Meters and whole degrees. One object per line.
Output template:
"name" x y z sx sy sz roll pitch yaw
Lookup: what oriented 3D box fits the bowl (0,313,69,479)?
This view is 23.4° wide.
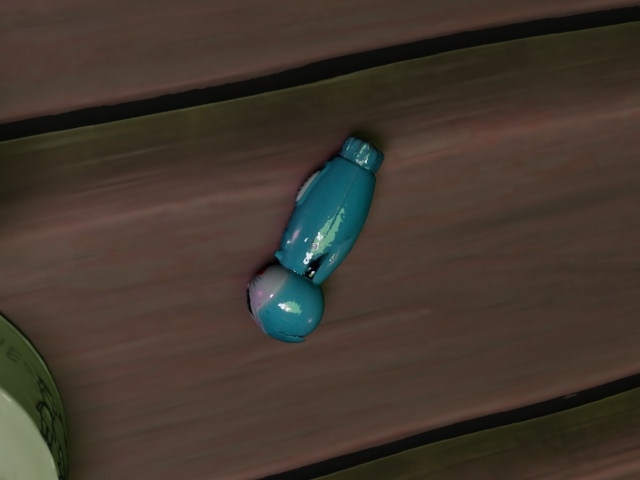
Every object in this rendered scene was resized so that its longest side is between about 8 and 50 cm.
"bowl" -0.240 0.146 0.826 0.238 0.126 0.237 -5 107 -19

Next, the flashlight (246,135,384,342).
"flashlight" 0.000 0.000 0.924 0.051 0.051 0.129 31 86 -25
